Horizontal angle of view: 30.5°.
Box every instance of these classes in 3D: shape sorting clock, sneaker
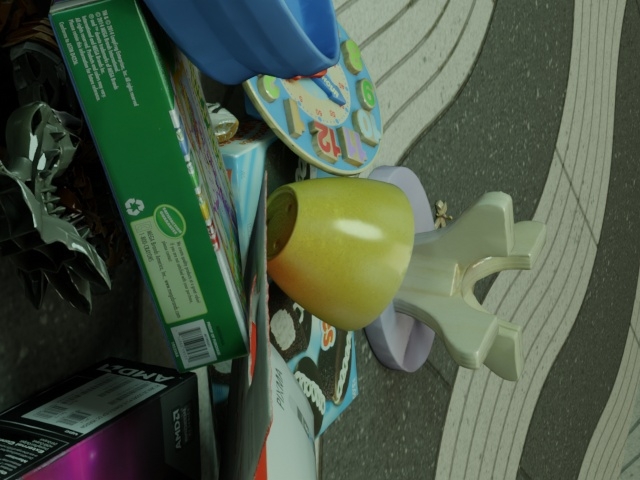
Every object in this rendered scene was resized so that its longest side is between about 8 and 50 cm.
[{"bbox_3d":[-0.009,-0.153,1.052,0.206,0.040,0.206,30,49,-41],"label":"shape sorting clock"},{"bbox_3d":[-0.110,-0.098,0.975,0.083,0.037,0.032,-7,139,-43],"label":"sneaker"}]

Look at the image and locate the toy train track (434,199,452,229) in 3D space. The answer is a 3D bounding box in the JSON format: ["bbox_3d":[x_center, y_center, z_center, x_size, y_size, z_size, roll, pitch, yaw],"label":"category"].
[{"bbox_3d":[0.166,-0.019,1.539,0.048,0.014,0.083,-60,145,-37],"label":"toy train track"}]

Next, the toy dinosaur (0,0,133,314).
[{"bbox_3d":[-0.205,-0.069,0.715,0.322,0.164,0.218,46,37,-35],"label":"toy dinosaur"}]

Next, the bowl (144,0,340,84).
[{"bbox_3d":[-0.092,-0.279,0.732,0.391,0.077,0.391,-20,90,-79],"label":"bowl"}]

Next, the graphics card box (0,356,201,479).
[{"bbox_3d":[-0.211,0.244,0.780,0.371,0.094,0.232,-26,118,-61],"label":"graphics card box"}]

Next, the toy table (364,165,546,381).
[{"bbox_3d":[0.151,0.047,1.368,0.252,0.161,0.274,-62,147,-36],"label":"toy table"}]

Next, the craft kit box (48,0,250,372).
[{"bbox_3d":[-0.109,-0.080,0.798,0.246,0.061,0.249,-109,-176,-61],"label":"craft kit box"}]

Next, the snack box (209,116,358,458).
[{"bbox_3d":[-0.038,0.043,1.106,0.187,0.060,0.321,-38,128,-55],"label":"snack box"}]

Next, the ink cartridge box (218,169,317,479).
[{"bbox_3d":[-0.027,0.187,0.872,0.308,0.091,0.385,-95,-167,-59],"label":"ink cartridge box"}]

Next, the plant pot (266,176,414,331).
[{"bbox_3d":[0.000,0.000,0.990,0.095,0.134,0.134,20,76,-31],"label":"plant pot"}]
